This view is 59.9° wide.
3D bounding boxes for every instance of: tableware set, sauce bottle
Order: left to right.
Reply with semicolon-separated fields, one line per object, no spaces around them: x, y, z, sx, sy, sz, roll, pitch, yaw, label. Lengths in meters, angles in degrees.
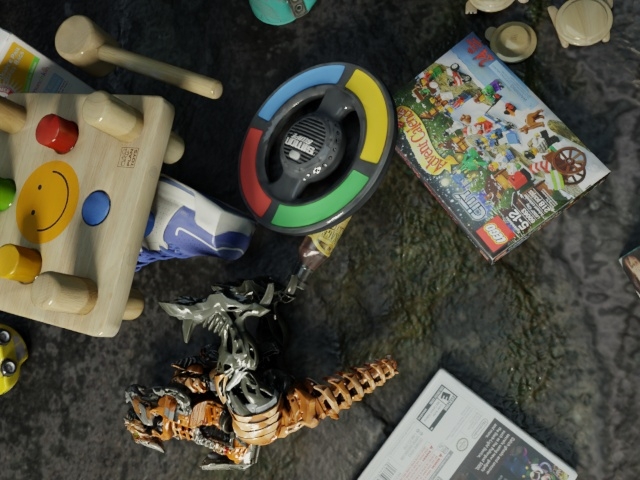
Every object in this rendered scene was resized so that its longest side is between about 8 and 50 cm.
0.000;0.000;0.689;0.042;0.042;0.128;27;89;19;sauce bottle
0.268;-0.291;0.687;0.168;0.020;0.141;-12;78;11;tableware set

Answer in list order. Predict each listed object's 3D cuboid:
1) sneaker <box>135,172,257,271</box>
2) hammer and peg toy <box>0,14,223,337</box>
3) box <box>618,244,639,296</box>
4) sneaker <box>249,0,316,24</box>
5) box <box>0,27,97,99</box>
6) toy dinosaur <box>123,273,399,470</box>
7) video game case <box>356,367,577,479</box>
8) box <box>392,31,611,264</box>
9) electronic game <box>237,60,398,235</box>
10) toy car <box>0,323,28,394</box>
-0.243;-0.001;0.722;0.315;0.127;0.182;19;88;25;sneaker
-0.276;-0.093;0.615;0.265;0.127;0.362;9;81;26;hammer and peg toy
0.340;0.028;0.481;0.060;0.244;0.101;-26;73;9;box
-0.089;-0.353;0.712;0.123;0.178;0.295;39;61;19;sneaker
-0.402;-0.199;0.753;0.103;0.203;0.114;28;87;19;box
-0.081;0.157;0.648;0.321;0.164;0.219;-10;91;-5;toy dinosaur
0.146;0.268;0.604;0.173;0.022;0.190;37;89;19;video game case
0.191;-0.111;0.657;0.159;0.044;0.233;-38;72;5;box
-0.011;-0.116;0.683;0.229;0.048;0.230;-12;67;30;electronic game
-0.481;0.078;0.793;0.224;0.053;0.239;15;90;22;toy car
